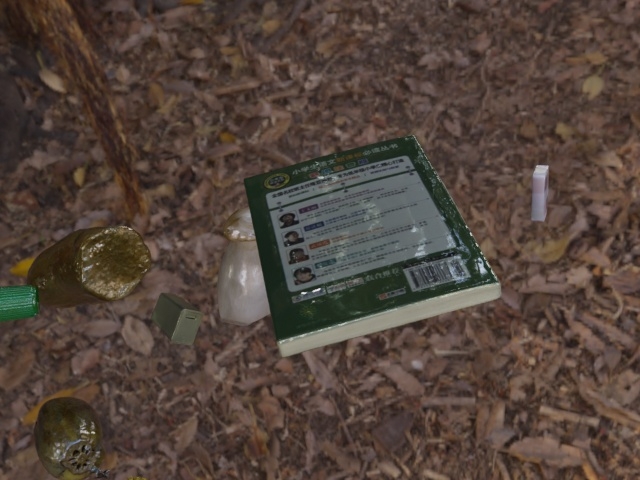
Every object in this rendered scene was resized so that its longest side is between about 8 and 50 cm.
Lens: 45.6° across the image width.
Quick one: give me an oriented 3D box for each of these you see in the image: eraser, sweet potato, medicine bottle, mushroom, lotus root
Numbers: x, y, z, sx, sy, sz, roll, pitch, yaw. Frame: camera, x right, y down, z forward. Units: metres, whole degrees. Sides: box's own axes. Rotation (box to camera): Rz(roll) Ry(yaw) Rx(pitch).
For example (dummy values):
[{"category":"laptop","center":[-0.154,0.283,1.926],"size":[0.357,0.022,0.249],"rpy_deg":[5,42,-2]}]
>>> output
[{"category":"eraser","center":[0.440,-0.095,1.526],"size":[0.026,0.105,0.065],"rpy_deg":[4,29,20]},{"category":"sweet potato","center":[-0.498,0.061,1.560],"size":[0.370,0.157,0.157],"rpy_deg":[-12,34,39]},{"category":"medicine bottle","center":[-0.620,0.116,1.238],"size":[0.309,0.111,0.076],"rpy_deg":[-4,59,-14]},{"category":"mushroom","center":[-0.112,0.049,1.193],"size":[0.097,0.212,0.088],"rpy_deg":[16,28,8]},{"category":"lotus root","center":[-0.476,0.370,1.434],"size":[0.123,0.123,0.241],"rpy_deg":[-1,7,-29]}]

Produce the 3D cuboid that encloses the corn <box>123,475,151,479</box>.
[{"category":"corn","center":[-0.180,0.449,1.128],"size":[0.310,0.101,0.101],"rpy_deg":[29,54,23]}]

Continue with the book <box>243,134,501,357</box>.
[{"category":"book","center":[0.036,-0.009,0.754],"size":[0.202,0.027,0.264],"rpy_deg":[-16,39,-2]}]

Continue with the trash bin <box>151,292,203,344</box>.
[{"category":"trash bin","center":[-0.243,0.129,1.284],"size":[0.043,0.060,0.092],"rpy_deg":[16,8,-39]}]
